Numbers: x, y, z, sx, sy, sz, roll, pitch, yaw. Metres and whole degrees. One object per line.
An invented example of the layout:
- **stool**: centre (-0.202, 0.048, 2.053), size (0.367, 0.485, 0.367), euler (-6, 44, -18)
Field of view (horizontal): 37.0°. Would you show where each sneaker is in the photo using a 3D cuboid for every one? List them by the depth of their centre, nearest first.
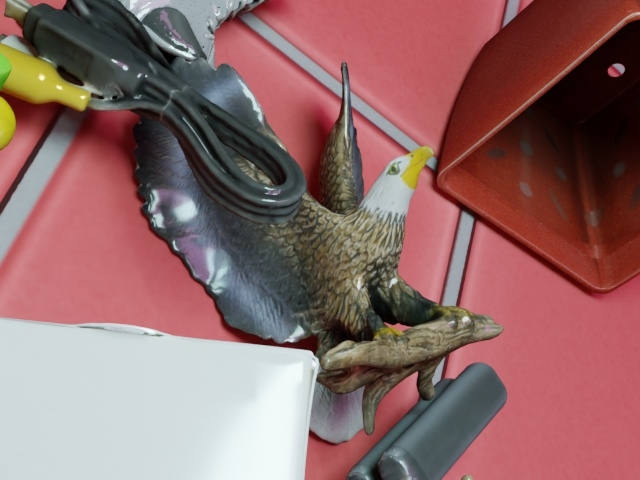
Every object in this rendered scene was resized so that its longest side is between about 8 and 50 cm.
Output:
- **sneaker**: centre (-0.092, -0.193, 0.843), size (0.229, 0.086, 0.132), euler (-10, 79, -32)

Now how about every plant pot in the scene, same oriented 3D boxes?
- **plant pot**: centre (0.305, -0.149, 1.037), size (0.267, 0.267, 0.235), euler (31, 39, -24)

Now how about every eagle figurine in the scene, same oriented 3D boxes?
- **eagle figurine**: centre (0.008, -0.008, 0.783), size (0.298, 0.225, 0.226), euler (49, -7, 32)

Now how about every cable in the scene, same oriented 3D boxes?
- **cable**: centre (-0.130, -0.101, 0.711), size (0.287, 0.072, 0.139), euler (34, 35, 4)

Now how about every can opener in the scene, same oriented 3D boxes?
- **can opener**: centre (0.064, 0.188, 0.711), size (0.093, 0.074, 0.280), euler (53, 40, -2)

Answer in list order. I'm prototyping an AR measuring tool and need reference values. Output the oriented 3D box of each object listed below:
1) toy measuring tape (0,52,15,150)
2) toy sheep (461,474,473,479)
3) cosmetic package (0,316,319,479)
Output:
- **toy measuring tape**: centre (-0.335, -0.162, 0.600), size (0.330, 0.121, 0.121), euler (40, 48, -6)
- **toy sheep**: centre (0.099, 0.239, 0.769), size (0.132, 0.091, 0.091), euler (-3, 69, -22)
- **cosmetic package**: centre (-0.116, 0.231, 0.427), size (0.197, 0.155, 0.365), euler (9, 60, -4)
